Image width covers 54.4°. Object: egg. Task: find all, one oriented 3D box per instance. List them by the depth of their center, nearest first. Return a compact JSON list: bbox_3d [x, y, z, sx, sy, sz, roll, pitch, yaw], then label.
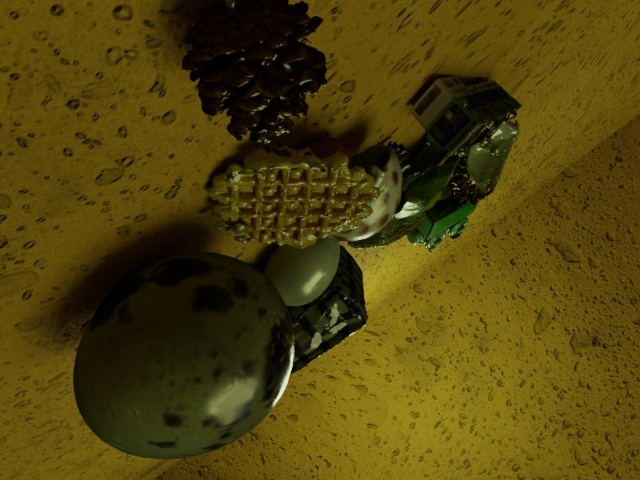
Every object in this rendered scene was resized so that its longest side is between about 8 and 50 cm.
[{"bbox_3d":[-0.246,0.208,1.111,0.428,0.345,0.345,-34,166,27],"label":"egg"},{"bbox_3d":[-0.039,0.059,1.448,0.209,0.151,0.151,-47,162,13],"label":"egg"}]

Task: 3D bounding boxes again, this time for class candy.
[{"bbox_3d":[0.241,-0.111,1.436,0.246,0.069,0.149,-36,169,-20],"label":"candy"}]

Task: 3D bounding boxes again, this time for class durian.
[{"bbox_3d":[0.418,-0.216,1.619,0.144,0.139,0.252,61,50,-79],"label":"durian"}]

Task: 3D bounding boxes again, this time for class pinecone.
[{"bbox_3d":[-0.070,-0.186,0.682,0.173,0.174,0.173,-33,163,-11],"label":"pinecone"}]

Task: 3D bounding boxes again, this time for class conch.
[{"bbox_3d":[0.063,-0.080,1.238,0.183,0.149,0.275,-44,-159,-31],"label":"conch"}]

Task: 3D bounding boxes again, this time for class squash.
[{"bbox_3d":[0.254,-0.196,1.493,0.066,0.066,0.229,-24,161,-35],"label":"squash"}]

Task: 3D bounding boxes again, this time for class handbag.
[{"bbox_3d":[-0.033,0.191,1.645,0.327,0.162,0.325,-35,-166,13],"label":"handbag"}]

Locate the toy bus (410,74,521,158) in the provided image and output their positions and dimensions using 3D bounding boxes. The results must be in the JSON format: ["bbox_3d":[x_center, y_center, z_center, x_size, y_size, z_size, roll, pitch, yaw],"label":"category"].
[{"bbox_3d":[0.312,-0.266,1.298,0.113,0.139,0.301,-47,168,35],"label":"toy bus"}]

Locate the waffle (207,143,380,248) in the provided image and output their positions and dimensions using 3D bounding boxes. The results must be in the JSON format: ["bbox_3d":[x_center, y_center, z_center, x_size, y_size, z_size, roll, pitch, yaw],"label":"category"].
[{"bbox_3d":[-0.043,-0.072,1.060,0.262,0.060,0.280,-29,141,23],"label":"waffle"}]

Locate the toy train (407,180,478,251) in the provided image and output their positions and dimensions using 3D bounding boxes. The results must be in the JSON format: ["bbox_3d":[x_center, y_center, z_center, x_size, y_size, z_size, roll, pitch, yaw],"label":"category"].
[{"bbox_3d":[0.379,-0.083,1.953,0.243,0.132,0.188,-28,154,-25],"label":"toy train"}]

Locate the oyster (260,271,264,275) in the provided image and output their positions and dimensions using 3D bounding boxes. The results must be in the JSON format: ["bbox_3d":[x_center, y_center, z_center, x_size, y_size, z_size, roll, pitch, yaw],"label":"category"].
[{"bbox_3d":[-0.167,0.110,1.495,0.129,0.078,0.345,-57,161,-2],"label":"oyster"}]

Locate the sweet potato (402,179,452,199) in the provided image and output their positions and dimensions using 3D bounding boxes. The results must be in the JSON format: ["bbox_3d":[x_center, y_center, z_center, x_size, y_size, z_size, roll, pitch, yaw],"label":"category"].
[{"bbox_3d":[0.298,-0.145,1.699,0.108,0.079,0.346,-31,165,30],"label":"sweet potato"}]

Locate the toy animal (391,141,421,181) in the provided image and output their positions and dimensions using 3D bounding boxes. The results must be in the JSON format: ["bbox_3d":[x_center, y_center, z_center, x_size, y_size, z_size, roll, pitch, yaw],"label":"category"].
[{"bbox_3d":[0.152,-0.145,1.400,0.137,0.082,0.269,-35,170,7],"label":"toy animal"}]

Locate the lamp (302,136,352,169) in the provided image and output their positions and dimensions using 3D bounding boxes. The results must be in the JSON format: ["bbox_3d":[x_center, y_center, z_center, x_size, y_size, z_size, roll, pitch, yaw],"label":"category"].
[{"bbox_3d":[0.006,-0.132,1.113,0.107,0.092,0.108,-16,122,-27],"label":"lamp"}]

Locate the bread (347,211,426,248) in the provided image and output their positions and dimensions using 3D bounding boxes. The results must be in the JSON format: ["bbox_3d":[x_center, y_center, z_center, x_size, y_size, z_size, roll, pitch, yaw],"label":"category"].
[{"bbox_3d":[0.159,-0.051,1.564,0.196,0.102,0.138,-23,-169,-38],"label":"bread"}]
